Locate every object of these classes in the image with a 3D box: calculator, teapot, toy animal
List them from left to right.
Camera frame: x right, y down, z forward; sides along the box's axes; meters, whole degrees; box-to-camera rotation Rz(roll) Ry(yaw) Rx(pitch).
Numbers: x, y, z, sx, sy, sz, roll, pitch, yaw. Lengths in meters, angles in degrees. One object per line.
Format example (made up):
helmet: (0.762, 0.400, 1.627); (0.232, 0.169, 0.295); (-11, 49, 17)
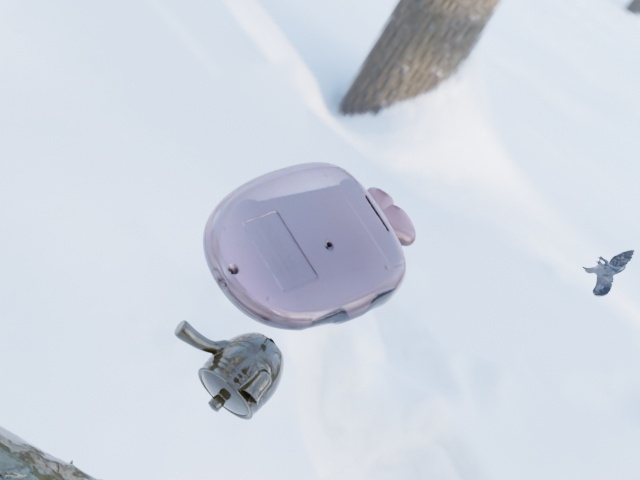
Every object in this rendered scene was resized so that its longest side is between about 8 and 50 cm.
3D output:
teapot: (-0.080, 0.107, 0.965); (0.080, 0.085, 0.110); (-47, 110, -27)
calculator: (0.000, 0.000, 0.641); (0.166, 0.024, 0.103); (-21, 73, -45)
toy animal: (0.331, 0.034, 1.254); (0.050, 0.028, 0.084); (25, 53, 29)

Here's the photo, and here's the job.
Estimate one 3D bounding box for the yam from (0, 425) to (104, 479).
yam: (-0.135, 0.165, 0.559); (0.259, 0.093, 0.093); (33, 24, -13)
